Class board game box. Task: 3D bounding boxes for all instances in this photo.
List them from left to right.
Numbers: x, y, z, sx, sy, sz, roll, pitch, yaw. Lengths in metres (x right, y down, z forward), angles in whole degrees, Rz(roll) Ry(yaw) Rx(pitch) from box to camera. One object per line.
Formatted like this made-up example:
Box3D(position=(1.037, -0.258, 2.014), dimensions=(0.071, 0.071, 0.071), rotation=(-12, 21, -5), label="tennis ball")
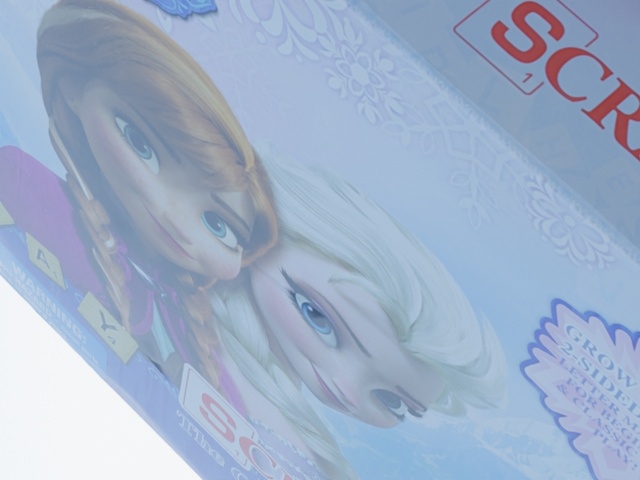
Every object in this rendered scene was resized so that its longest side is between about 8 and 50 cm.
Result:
Box3D(position=(0.000, 0.000, 0.544), dimensions=(0.319, 0.066, 0.318), rotation=(43, 153, 15), label="board game box")
